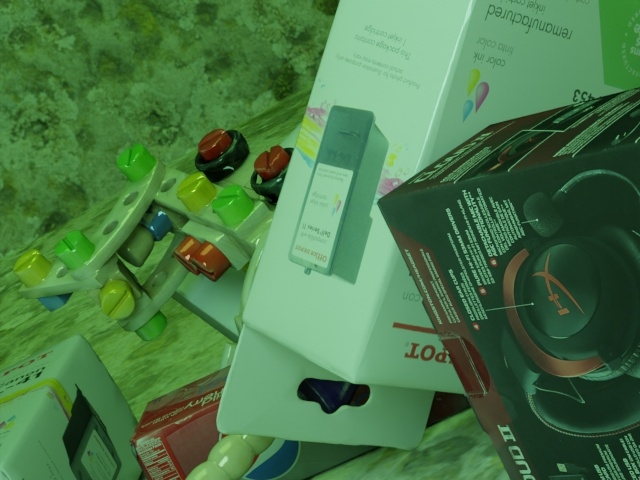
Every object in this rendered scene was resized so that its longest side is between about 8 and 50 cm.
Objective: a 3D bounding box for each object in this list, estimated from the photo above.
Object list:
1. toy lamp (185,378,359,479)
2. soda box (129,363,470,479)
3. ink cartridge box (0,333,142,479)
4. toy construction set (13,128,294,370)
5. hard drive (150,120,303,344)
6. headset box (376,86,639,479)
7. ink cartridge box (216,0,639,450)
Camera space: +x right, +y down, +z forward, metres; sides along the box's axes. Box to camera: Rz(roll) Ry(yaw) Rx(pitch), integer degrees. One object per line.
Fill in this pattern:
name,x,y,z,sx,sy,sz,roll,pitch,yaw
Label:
toy lamp,-0.064,0.152,1.317,0.274,0.080,0.080,-47,18,-21
soda box,-0.004,0.116,1.451,0.263,0.083,0.092,-25,12,12
ink cartridge box,-0.278,0.213,1.538,0.226,0.131,0.306,-26,13,10
toy construction set,-0.097,0.021,1.620,0.215,0.151,0.328,-47,44,-13
hard drive,0.024,-0.034,1.739,0.318,0.040,0.210,-46,44,-12
headset box,0.177,0.034,1.060,0.110,0.218,0.293,-34,12,-35
ink cartridge box,0.085,-0.016,1.251,0.207,0.353,0.119,9,11,-43
